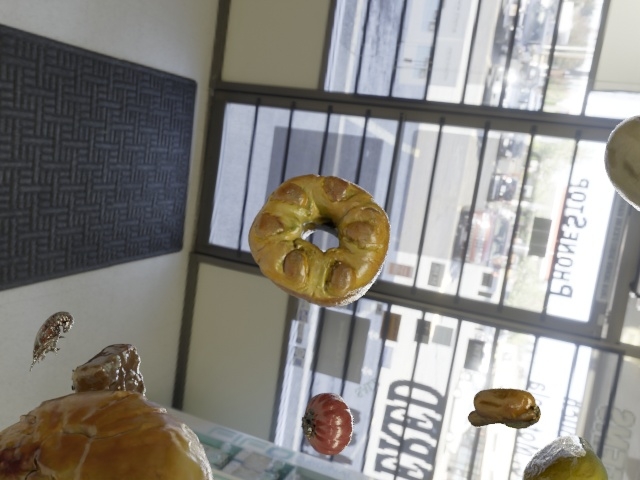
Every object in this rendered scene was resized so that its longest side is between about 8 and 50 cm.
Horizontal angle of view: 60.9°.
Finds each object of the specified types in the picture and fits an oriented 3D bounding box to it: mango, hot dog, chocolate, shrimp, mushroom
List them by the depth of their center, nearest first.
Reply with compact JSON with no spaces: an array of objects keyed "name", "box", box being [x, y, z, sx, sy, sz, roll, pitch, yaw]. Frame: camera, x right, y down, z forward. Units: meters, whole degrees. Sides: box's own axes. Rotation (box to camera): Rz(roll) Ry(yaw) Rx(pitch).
[{"name":"mushroom","box":[0.520,-0.122,0.788,0.206,0.206,0.209,-15,120,-69]},{"name":"mango","box":[0.408,0.398,0.923,0.091,0.137,0.237,66,14,14]},{"name":"hot dog","box":[0.317,0.298,0.958,0.090,0.140,0.060,42,57,-30]},{"name":"chocolate","box":[-0.425,0.336,1.131,0.148,0.093,0.214,-50,130,-74]},{"name":"shrimp","box":[-0.661,0.246,1.324,0.065,0.056,0.165,27,91,-25]}]

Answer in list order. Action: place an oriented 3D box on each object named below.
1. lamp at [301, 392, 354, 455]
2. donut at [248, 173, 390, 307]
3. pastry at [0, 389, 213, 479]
[{"name":"lamp","box":[0.013,0.324,0.965,0.107,0.092,0.108,-178,-90,-65]},{"name":"donut","box":[0.002,-0.001,0.878,0.114,0.226,0.227,81,27,-63]},{"name":"pastry","box":[-0.360,0.416,0.818,0.409,0.409,0.245,-54,146,-51]}]
